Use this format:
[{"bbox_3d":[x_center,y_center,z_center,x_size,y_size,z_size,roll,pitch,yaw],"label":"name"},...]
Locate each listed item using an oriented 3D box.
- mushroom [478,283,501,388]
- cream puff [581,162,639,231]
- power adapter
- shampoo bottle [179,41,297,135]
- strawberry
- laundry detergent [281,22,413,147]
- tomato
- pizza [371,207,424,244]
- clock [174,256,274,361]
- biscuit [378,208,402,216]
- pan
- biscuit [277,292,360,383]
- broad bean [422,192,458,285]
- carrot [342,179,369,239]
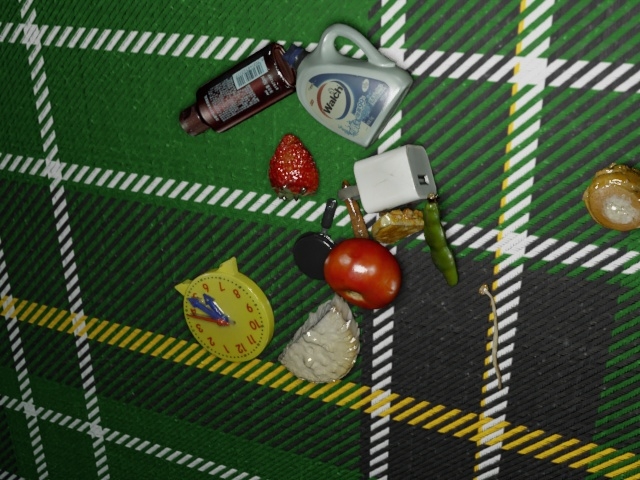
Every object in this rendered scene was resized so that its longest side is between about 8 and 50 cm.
[{"bbox_3d":[0.415,0.232,1.752,0.028,0.026,0.286,3,116,42],"label":"mushroom"},{"bbox_3d":[0.603,-0.086,1.465,0.144,0.103,0.126,42,137,4],"label":"cream puff"},{"bbox_3d":[0.137,-0.127,1.649,0.204,0.130,0.125,-16,87,31],"label":"power adapter"},{"bbox_3d":[-0.202,-0.345,1.756,0.323,0.084,0.129,-24,98,33],"label":"shampoo bottle"},{"bbox_3d":[-0.065,-0.170,1.760,0.131,0.148,0.131,5,154,2],"label":"strawberry"},{"bbox_3d":[0.044,-0.358,1.617,0.280,0.105,0.215,39,124,7],"label":"laundry detergent"},{"bbox_3d":[0.102,0.076,1.749,0.195,0.136,0.195,21,157,9],"label":"tomato"},{"bbox_3d":[0.179,-0.036,1.693,0.134,0.175,0.046,-12,74,-6],"label":"pizza"},{"bbox_3d":[-0.266,0.211,2.044,0.277,0.071,0.294,-32,96,33],"label":"clock"},{"bbox_3d":[0.158,-0.084,1.736,0.092,0.016,0.082,37,118,5],"label":"biscuit"},{"bbox_3d":[0.000,0.000,1.843,0.136,0.028,0.235,23,120,15],"label":"pan"},{"bbox_3d":[0.013,0.279,1.930,0.179,0.084,0.281,40,123,6],"label":"biscuit"},{"bbox_3d":[0.265,-0.001,1.666,0.060,0.043,0.298,16,143,37],"label":"broad bean"},{"bbox_3d":[0.082,-0.069,1.771,0.035,0.035,0.165,-11,104,30],"label":"carrot"}]
